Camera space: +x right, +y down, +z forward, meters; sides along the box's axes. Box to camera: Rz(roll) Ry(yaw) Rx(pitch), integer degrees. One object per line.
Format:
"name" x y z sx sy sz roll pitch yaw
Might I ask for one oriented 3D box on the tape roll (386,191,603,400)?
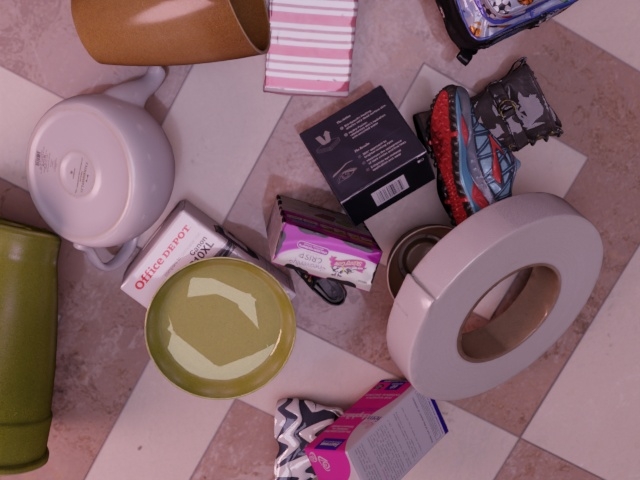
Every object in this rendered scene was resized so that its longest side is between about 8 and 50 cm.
"tape roll" 0.284 0.097 1.556 0.392 0.072 0.392 -22 138 -21

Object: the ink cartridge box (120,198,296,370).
"ink cartridge box" -0.187 0.072 1.603 0.237 0.100 0.172 38 97 -12

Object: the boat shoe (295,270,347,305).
"boat shoe" -0.006 0.059 1.649 0.049 0.042 0.133 -44 101 7

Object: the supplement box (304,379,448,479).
"supplement box" 0.097 0.337 1.627 0.220 0.111 0.113 -36 108 -39

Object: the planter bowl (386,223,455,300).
"planter bowl" 0.184 0.044 1.627 0.162 0.109 0.162 -1 102 -5

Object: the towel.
"towel" -0.016 -0.332 1.568 0.144 0.029 0.196 4 105 -6

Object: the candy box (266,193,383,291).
"candy box" 0.000 0.000 1.536 0.159 0.233 0.071 17 102 -8

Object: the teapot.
"teapot" -0.320 -0.109 1.516 0.256 0.187 0.252 -31 85 28

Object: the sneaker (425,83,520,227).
"sneaker" 0.251 -0.125 1.531 0.125 0.104 0.261 -19 103 -19

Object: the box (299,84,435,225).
"box" 0.076 -0.136 1.546 0.156 0.093 0.158 -31 60 2

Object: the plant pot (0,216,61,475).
"plant pot" -0.555 0.131 1.479 0.367 0.366 0.352 15 89 -9

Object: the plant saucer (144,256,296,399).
"plant saucer" -0.160 0.138 1.550 0.241 0.037 0.240 -1 104 -5

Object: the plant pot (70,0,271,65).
"plant pot" -0.236 -0.361 1.453 0.255 0.237 0.237 -14 104 12

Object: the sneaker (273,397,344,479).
"sneaker" -0.003 0.392 1.696 0.153 0.094 0.234 0 93 3

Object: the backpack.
"backpack" 0.302 -0.449 1.487 0.264 0.213 0.276 -25 101 -10

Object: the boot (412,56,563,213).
"boot" 0.296 -0.148 1.605 0.229 0.091 0.262 -21 102 0
